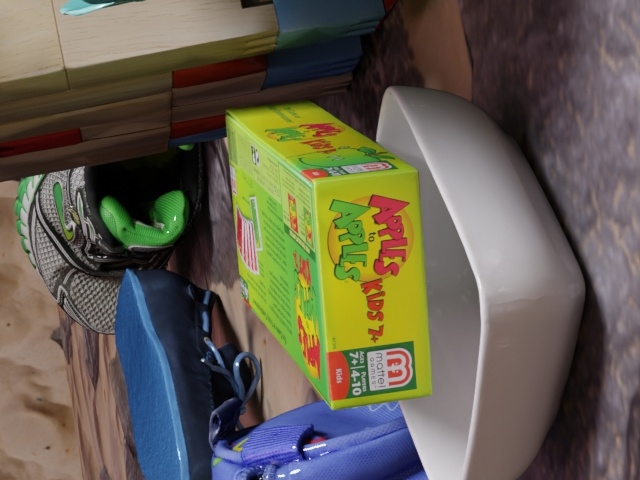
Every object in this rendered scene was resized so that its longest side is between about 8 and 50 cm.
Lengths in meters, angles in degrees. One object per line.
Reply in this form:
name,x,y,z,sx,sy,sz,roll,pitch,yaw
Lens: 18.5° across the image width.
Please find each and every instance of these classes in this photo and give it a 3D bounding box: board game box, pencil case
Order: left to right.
board game box,0.000,0.000,0.836,0.181,0.043,0.092,-137,40,-72
pencil case,0.029,0.216,0.890,0.119,0.133,0.306,-12,87,44

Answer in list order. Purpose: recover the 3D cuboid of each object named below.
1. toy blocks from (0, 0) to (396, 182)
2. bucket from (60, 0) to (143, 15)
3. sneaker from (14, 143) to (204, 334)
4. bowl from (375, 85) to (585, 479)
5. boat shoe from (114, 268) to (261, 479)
toy blocks,-0.098,-0.110,0.996,0.381,0.261,0.190,132,127,-82
bucket,-0.023,-0.225,0.720,0.281,0.183,0.281,172,90,-77
sneaker,-0.164,-0.027,1.539,0.343,0.134,0.146,101,156,-53
bowl,0.062,0.020,0.794,0.142,0.053,0.142,95,160,-44
boat shoe,-0.088,0.096,1.409,0.258,0.089,0.109,-106,28,-50
